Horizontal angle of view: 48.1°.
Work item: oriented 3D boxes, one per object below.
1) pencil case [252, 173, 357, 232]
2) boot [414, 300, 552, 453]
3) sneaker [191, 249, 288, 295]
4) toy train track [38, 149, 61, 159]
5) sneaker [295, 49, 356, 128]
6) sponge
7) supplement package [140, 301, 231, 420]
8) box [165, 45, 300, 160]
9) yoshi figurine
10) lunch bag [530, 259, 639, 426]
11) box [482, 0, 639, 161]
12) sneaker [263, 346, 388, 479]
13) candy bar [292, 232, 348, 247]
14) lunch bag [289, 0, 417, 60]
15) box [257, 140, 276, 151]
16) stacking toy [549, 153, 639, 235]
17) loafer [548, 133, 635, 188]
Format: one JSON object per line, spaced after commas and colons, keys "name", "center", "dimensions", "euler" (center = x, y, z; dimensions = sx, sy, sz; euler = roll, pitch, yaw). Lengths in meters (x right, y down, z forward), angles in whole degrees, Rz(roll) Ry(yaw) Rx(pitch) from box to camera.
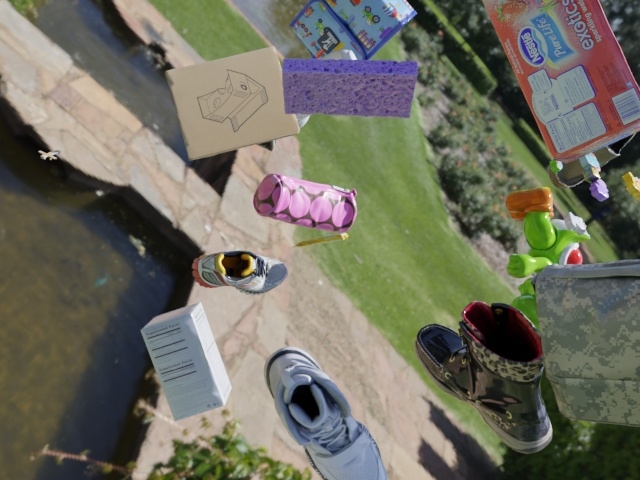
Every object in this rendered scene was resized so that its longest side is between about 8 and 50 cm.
{"name": "pencil case", "center": [-0.027, -0.079, 1.447], "dimensions": [0.209, 0.098, 0.095], "euler": [8, 39, -36]}
{"name": "boot", "center": [0.327, 0.232, 1.483], "dimensions": [0.377, 0.138, 0.284], "euler": [46, -21, 44]}
{"name": "sneaker", "center": [-0.154, 0.067, 1.513], "dimensions": [0.225, 0.093, 0.088], "euler": [3, 74, -44]}
{"name": "toy train track", "center": [-0.696, -0.219, 1.846], "dimensions": [0.048, 0.014, 0.083], "euler": [24, 21, 2]}
{"name": "sneaker", "center": [-0.042, -0.355, 1.720], "dimensions": [0.152, 0.305, 0.114], "euler": [5, 61, -49]}
{"name": "sponge", "center": [0.046, -0.241, 1.139], "dimensions": [0.117, 0.210, 0.031], "euler": [92, 0, -66]}
{"name": "supplement package", "center": [-0.330, 0.297, 1.786], "dimensions": [0.139, 0.134, 0.244], "euler": [-85, 156, -83]}
{"name": "box", "center": [-0.154, -0.242, 1.257], "dimensions": [0.021, 0.201, 0.164], "euler": [141, -67, -79]}
{"name": "yoshi figurine", "center": [0.475, 0.078, 1.611], "dimensions": [0.203, 0.203, 0.362], "euler": [-6, 78, -23]}
{"name": "lunch bag", "center": [0.525, 0.149, 1.191], "dimensions": [0.212, 0.305, 0.256], "euler": [-45, 118, -40]}
{"name": "box", "center": [0.384, -0.286, 1.123], "dimensions": [0.142, 0.154, 0.300], "euler": [-7, 73, -64]}
{"name": "sneaker", "center": [0.016, 0.378, 1.394], "dimensions": [0.366, 0.137, 0.210], "euler": [56, -5, -2]}
{"name": "candy bar", "center": [0.000, 0.000, 1.951], "dimensions": [0.040, 0.161, 0.018], "euler": [-26, 104, -63]}
{"name": "lunch bag", "center": [0.067, -0.575, 1.910], "dimensions": [0.221, 0.293, 0.138], "euler": [46, 37, -6]}
{"name": "box", "center": [-0.204, -0.293, 1.654], "dimensions": [0.220, 0.051, 0.175], "euler": [23, -11, 1]}
{"name": "stacking toy", "center": [0.579, -0.137, 1.510], "dimensions": [0.052, 0.167, 0.221], "euler": [21, 48, -28]}
{"name": "loafer", "center": [0.635, -0.217, 1.656], "dimensions": [0.094, 0.251, 0.087], "euler": [41, 12, -10]}
